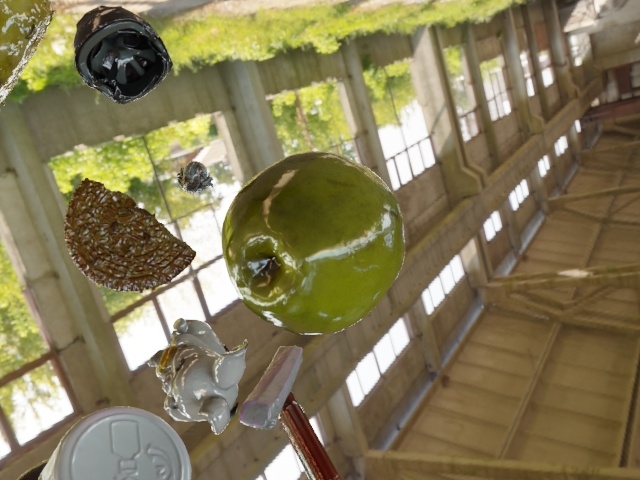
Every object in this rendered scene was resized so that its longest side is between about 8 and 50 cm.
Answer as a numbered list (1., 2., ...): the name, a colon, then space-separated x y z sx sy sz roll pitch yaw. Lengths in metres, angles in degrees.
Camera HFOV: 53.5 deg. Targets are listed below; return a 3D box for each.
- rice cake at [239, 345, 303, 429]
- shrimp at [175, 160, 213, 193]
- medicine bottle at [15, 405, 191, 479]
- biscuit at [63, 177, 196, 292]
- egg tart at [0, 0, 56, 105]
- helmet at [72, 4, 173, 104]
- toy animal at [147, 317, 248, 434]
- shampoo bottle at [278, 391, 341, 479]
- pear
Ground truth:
1. rice cake: -0.097 0.317 1.421 0.072 0.056 0.365 5 -167 10
2. shrimp: -0.300 -0.149 1.538 0.090 0.079 0.233 18 180 -7
3. medicine bottle: -0.313 0.388 0.866 0.395 0.242 0.242 -49 173 33
4. biscuit: -0.283 0.003 0.887 0.126 0.206 0.025 -55 169 -11
5. egg tart: -0.485 -0.290 0.908 0.341 0.132 0.341 -44 -154 28
6. helmet: -0.544 -0.519 1.681 0.225 0.177 0.305 -33 156 1
7. toy animal: -0.239 0.267 1.277 0.154 0.209 0.325 27 162 -34
8. shampoo bottle: -0.048 0.555 1.777 0.076 0.118 0.314 -26 -124 -14
9. pear: 0.000 0.000 0.907 0.252 0.253 0.307 -7 -172 37
